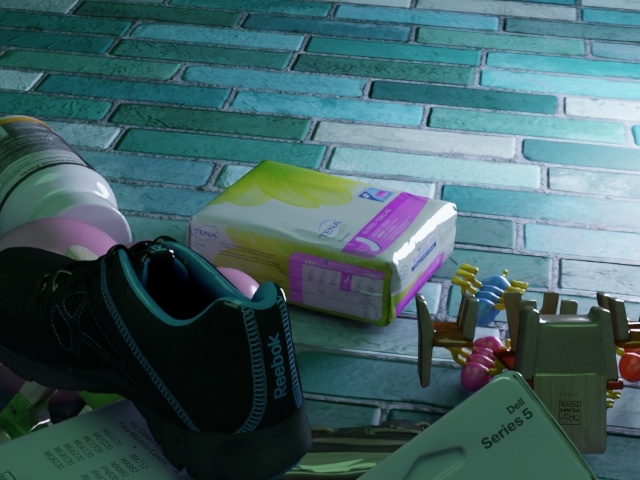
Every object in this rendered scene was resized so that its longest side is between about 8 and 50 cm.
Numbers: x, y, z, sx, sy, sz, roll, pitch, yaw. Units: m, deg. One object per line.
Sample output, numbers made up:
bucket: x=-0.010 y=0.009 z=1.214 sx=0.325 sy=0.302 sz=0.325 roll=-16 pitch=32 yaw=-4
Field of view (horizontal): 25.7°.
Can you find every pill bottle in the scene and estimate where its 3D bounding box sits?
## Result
pill bottle: x=-0.359 y=-0.044 z=1.821 sx=0.162 sy=0.162 sz=0.278 roll=-14 pitch=32 yaw=-28

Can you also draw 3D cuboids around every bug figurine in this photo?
bug figurine: x=0.265 y=0.125 z=1.636 sx=0.279 sy=0.072 sz=0.216 roll=20 pitch=39 yaw=22

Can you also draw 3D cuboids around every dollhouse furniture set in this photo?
dollhouse furniture set: x=0.231 y=0.128 z=1.436 sx=0.262 sy=0.135 sz=0.259 roll=0 pitch=2 yaw=1

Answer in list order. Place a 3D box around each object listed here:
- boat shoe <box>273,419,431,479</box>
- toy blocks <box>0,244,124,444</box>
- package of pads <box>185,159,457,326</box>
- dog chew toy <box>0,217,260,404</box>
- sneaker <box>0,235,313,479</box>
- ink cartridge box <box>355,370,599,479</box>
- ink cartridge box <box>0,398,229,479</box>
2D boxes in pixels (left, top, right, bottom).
boat shoe: x=0.091 y=0.228 z=1.369 sx=0.355 sy=0.132 sz=0.130 roll=4 pitch=28 yaw=0
toy blocks: x=-0.268 y=0.196 z=1.348 sx=0.288 sy=0.260 sz=0.309 roll=43 pitch=21 yaw=8
package of pads: x=0.000 y=0.000 z=1.826 sx=0.296 sy=0.101 sz=0.229 roll=13 pitch=29 yaw=22
dog chew toy: x=-0.211 y=0.086 z=1.559 sx=0.332 sy=0.206 sz=0.206 roll=6 pitch=27 yaw=-10
sneaker: x=-0.134 y=0.049 z=1.024 sx=0.341 sy=0.139 sz=0.125 roll=20 pitch=32 yaw=38
ink cartridge box: x=0.104 y=0.213 z=1.146 sx=0.198 sy=0.115 sz=0.273 roll=-36 pitch=-10 yaw=-2
ink cartridge box: x=-0.150 y=0.285 z=1.051 sx=0.272 sy=0.309 sz=0.130 roll=-19 pitch=35 yaw=-34
